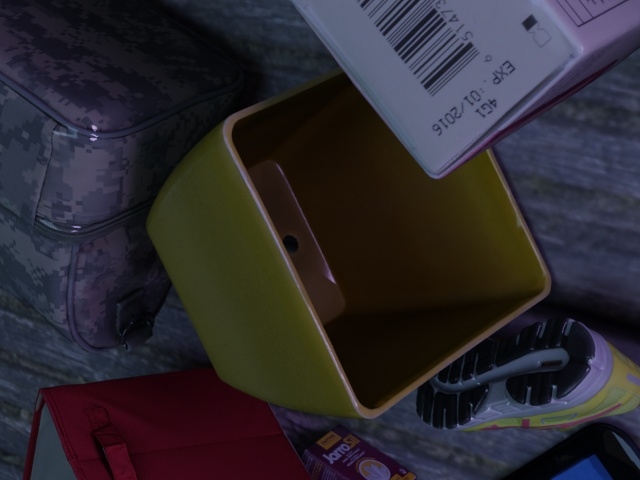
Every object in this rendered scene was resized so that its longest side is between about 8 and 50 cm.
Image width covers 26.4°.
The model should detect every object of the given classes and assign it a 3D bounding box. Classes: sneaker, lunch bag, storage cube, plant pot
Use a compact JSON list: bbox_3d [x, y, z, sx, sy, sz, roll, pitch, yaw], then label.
[{"bbox_3d":[0.150,0.109,0.997,0.208,0.094,0.081,-9,64,57],"label":"sneaker"},{"bbox_3d":[-0.238,-0.077,1.108,0.305,0.212,0.256,33,126,21],"label":"lunch bag"},{"bbox_3d":[-0.132,0.239,1.146,0.183,0.193,0.215,54,139,45],"label":"storage cube"},{"bbox_3d":[0.000,0.000,0.987,0.187,0.212,0.212,-19,98,52],"label":"plant pot"}]

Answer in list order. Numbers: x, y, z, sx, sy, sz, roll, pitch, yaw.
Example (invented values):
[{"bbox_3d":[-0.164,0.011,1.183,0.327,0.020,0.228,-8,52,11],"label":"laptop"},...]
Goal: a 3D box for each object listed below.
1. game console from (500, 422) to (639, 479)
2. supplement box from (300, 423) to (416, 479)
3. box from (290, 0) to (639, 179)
[{"bbox_3d":[0.169,0.326,1.025,0.173,0.250,0.293,34,132,-14],"label":"game console"},{"bbox_3d":[0.029,0.200,1.140,0.083,0.055,0.043,31,124,21],"label":"supplement box"},{"bbox_3d":[0.116,-0.157,0.798,0.148,0.232,0.127,52,131,6],"label":"box"}]
